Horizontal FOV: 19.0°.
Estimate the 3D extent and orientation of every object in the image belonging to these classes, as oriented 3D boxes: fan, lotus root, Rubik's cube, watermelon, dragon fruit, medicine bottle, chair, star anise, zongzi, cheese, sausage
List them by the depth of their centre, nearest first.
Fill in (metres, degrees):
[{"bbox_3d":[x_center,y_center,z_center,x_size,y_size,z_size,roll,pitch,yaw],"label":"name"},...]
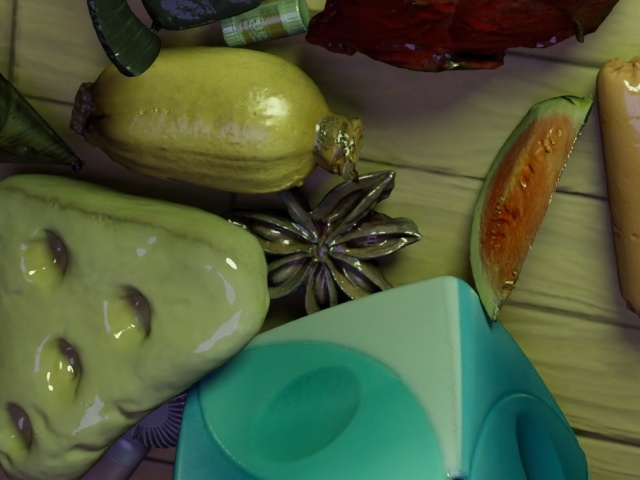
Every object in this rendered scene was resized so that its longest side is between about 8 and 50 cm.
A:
[{"bbox_3d":[-0.129,-0.260,1.823,0.145,0.221,0.140,-13,113,15],"label":"chair"},{"bbox_3d":[0.127,-0.267,1.839,0.302,0.240,0.330,28,144,-36],"label":"dragon fruit"},{"bbox_3d":[-0.056,-0.223,1.928,0.083,0.047,0.047,-11,114,13],"label":"medicine bottle"},{"bbox_3d":[0.208,-0.042,1.933,0.063,0.119,0.245,23,98,-14],"label":"watermelon"},{"bbox_3d":[0.332,-0.051,1.936,0.086,0.086,0.289,-6,114,11],"label":"sausage"},{"bbox_3d":[-0.102,-0.124,1.938,0.303,0.130,0.146,8,145,7],"label":"lotus root"},{"bbox_3d":[0.071,0.288,1.963,0.347,0.351,0.352,-22,128,21],"label":"Rubik's cube"},{"bbox_3d":[-0.403,-0.095,2.000,0.221,0.112,0.242,-42,106,13],"label":"zongzi"},{"bbox_3d":[-0.202,0.112,2.003,0.328,0.129,0.351,5,99,24],"label":"cheese"},{"bbox_3d":[0.006,0.015,2.023,0.212,0.073,0.197,0,114,11],"label":"star anise"},{"bbox_3d":[-0.209,0.205,2.154,0.130,0.074,0.244,38,122,1],"label":"fan"}]
